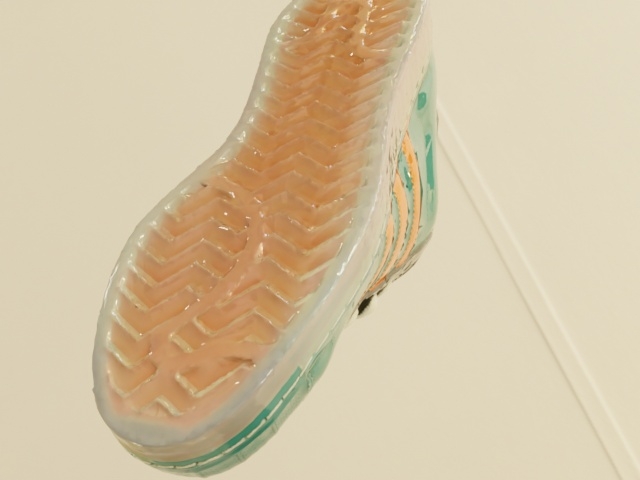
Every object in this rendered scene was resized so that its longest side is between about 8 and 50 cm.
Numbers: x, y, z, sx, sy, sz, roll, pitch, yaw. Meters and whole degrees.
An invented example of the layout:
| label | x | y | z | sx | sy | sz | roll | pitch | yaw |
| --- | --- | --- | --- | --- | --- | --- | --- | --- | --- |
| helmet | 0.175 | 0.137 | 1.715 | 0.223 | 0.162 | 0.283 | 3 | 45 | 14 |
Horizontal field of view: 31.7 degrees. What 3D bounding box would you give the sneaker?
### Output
| label | x | y | z | sx | sy | sz | roll | pitch | yaw |
| --- | --- | --- | --- | --- | --- | --- | --- | --- | --- |
| sneaker | 0.000 | 0.000 | 0.529 | 0.108 | 0.121 | 0.302 | 4 | -135 | 24 |
